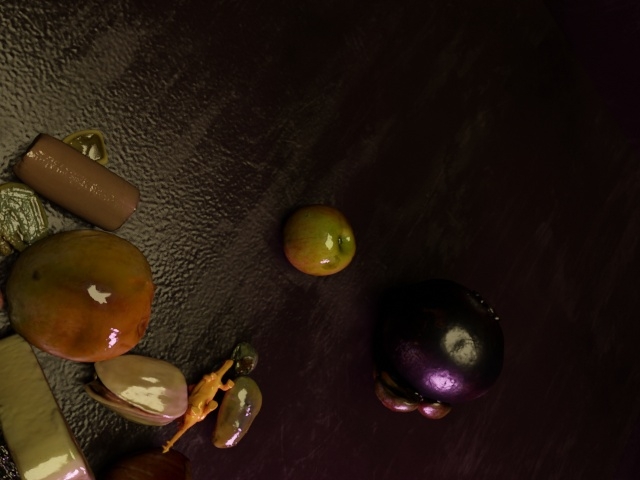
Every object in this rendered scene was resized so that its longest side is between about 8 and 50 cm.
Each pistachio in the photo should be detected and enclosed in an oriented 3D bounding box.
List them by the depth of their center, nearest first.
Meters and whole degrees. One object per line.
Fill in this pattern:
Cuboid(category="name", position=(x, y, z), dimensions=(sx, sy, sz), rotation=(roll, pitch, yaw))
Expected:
Cuboid(category="pistachio", position=(-0.409, 0.336, 1.409), dimensions=(0.230, 0.157, 0.157), rotation=(24, 77, -24))

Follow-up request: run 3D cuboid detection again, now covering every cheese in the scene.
Cuboid(category="cheese", position=(-0.553, 0.405, 1.266), dimensions=(0.104, 0.384, 0.383), rotation=(-26, 105, -25))
Cuboid(category="cheese", position=(-0.554, -0.194, 1.375), dimensions=(0.163, 0.036, 0.086), rotation=(-14, 97, -33))

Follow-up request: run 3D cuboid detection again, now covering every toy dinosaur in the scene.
Cuboid(category="toy dinosaur", position=(-0.300, 0.397, 1.510), dimensions=(0.070, 0.117, 0.288), rotation=(45, 51, -12))

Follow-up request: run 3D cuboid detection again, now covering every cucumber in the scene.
Cuboid(category="cucumber", position=(-0.614, 0.549, 1.332), dimensions=(0.068, 0.068, 0.293), rotation=(-34, 109, -29))

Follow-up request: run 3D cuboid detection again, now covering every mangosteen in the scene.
Cuboid(category="mangosteen", position=(0.312, 0.316, 1.798), dimensions=(0.435, 0.382, 0.382), rotation=(-42, 117, 10))

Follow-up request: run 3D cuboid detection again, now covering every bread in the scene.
Cuboid(category="bread", position=(-0.632, -0.044, 1.309), dimensions=(0.118, 0.064, 0.156), rotation=(-26, 104, -29))

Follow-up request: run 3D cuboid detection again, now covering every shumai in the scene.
Cuboid(category="shumai", position=(-0.185, 0.306, 1.604), dimensions=(0.082, 0.080, 0.083), rotation=(9, 85, -35))

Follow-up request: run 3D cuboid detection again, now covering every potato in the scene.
Cuboid(category="potato", position=(-0.208, 0.431, 1.566), dimensions=(0.105, 0.085, 0.188), rotation=(29, 85, -28))

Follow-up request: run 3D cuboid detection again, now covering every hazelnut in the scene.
Cuboid(category="hazelnut", position=(-0.397, 0.574, 1.401), dimensions=(0.230, 0.230, 0.229), rotation=(-1, 91, -34))

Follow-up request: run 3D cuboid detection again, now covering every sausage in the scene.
Cuboid(category="sausage", position=(-0.518, -0.125, 1.325), dimensions=(0.253, 0.123, 0.123), rotation=(38, 70, -40))

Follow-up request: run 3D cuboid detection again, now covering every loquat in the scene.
Cuboid(category="loquat", position=(-0.489, 0.110, 1.303), dimensions=(0.284, 0.276, 0.275), rotation=(6, 87, -11))

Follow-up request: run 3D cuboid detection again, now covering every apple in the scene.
Cuboid(category="apple", position=(0.000, 0.000, 1.667), dimensions=(0.196, 0.196, 0.195), rotation=(-1, 91, -34))

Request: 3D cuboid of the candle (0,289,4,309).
Cuboid(category="candle", position=(-0.756, 0.094, 1.193), dimensions=(0.287, 0.131, 0.316), rotation=(24, 79, -34))
